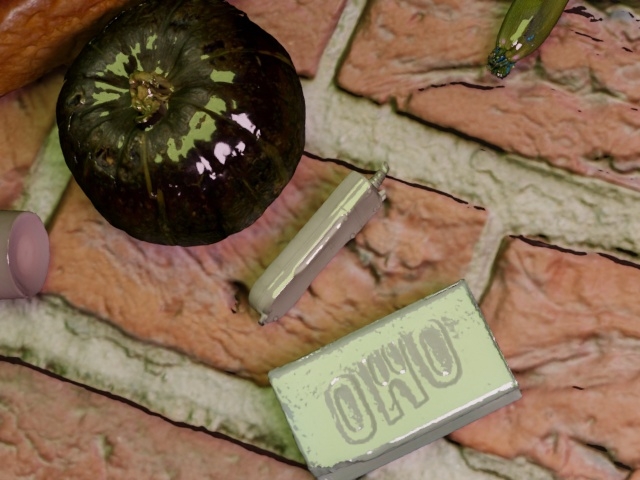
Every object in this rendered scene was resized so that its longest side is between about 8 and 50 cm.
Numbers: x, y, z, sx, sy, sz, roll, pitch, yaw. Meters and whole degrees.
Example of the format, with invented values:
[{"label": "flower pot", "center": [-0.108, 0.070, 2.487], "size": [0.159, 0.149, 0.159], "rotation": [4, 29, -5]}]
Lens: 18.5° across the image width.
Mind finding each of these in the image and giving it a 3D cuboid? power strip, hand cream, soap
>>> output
[{"label": "power strip", "center": [0.000, 0.000, 1.797], "size": [0.030, 0.047, 0.191], "rotation": [37, 80, 25]}, {"label": "hand cream", "center": [-0.381, 0.018, 1.846], "size": [0.248, 0.083, 0.133], "rotation": [1, 70, 21]}, {"label": "soap", "center": [0.065, 0.128, 1.733], "size": [0.198, 0.063, 0.114], "rotation": [-27, 70, 0]}]

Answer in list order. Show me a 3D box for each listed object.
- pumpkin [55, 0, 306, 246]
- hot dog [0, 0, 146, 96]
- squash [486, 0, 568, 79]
[{"label": "pumpkin", "center": [-0.127, -0.113, 1.799], "size": [0.238, 0.159, 0.238], "rotation": [-3, 74, 11]}, {"label": "hot dog", "center": [-0.228, -0.299, 1.849], "size": [0.405, 0.223, 0.185], "rotation": [-24, 66, 0]}, {"label": "squash", "center": [0.208, -0.231, 1.843], "size": [0.052, 0.052, 0.183], "rotation": [26, 76, 17]}]
